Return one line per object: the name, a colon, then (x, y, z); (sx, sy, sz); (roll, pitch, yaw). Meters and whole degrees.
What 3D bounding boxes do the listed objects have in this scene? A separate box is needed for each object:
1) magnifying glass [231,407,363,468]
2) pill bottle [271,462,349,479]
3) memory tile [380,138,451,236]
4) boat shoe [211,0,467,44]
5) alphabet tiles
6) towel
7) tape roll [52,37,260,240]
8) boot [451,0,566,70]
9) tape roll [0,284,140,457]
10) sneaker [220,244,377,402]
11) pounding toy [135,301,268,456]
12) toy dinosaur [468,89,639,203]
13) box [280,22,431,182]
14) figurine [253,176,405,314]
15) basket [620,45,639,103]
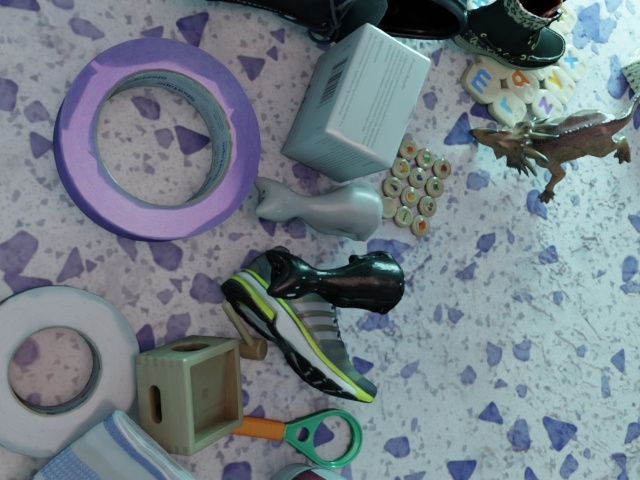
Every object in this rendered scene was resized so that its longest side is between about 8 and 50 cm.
magnifying glass: (-0.037, 0.296, 1.145); (0.230, 0.026, 0.092); (15, 82, -23)
pill bottle: (0.006, 0.390, 1.052); (0.121, 0.221, 0.121); (1, 87, -25)
memory tile: (0.158, -0.089, 1.261); (0.113, 0.012, 0.148); (27, 77, -21)
boat shoe: (0.031, -0.381, 1.126); (0.499, 0.186, 0.156); (-7, 84, -30)
alphabet tiles: (0.368, -0.351, 1.367); (0.278, 0.021, 0.284); (37, 73, -19)
towel: (-0.292, 0.370, 0.957); (0.285, 0.034, 0.209); (-39, 105, 4)
tape roll: (-0.226, -0.136, 1.043); (0.274, 0.090, 0.275); (1, 87, -26)
boot: (0.358, -0.356, 1.251); (0.236, 0.178, 0.085); (7, 84, -24)
tape roll: (-0.351, 0.168, 0.979); (0.219, 0.072, 0.219); (2, 86, -25)
sneaker: (-0.006, 0.131, 1.125); (0.300, 0.111, 0.121); (49, 66, -17)
pounding toy: (-0.164, 0.175, 1.049); (0.206, 0.094, 0.181); (-13, 102, -62)
toy dinosaur: (0.427, -0.177, 1.280); (0.200, 0.295, 0.127); (27, 43, -60)
box: (0.050, -0.199, 1.123); (0.119, 0.182, 0.181); (26, 77, -20)
figurine: (0.000, 0.000, 1.095); (0.209, 0.092, 0.215); (7, 54, -30)
basket: (0.692, -0.358, 1.468); (0.167, 0.113, 0.103); (-46, 104, -20)
